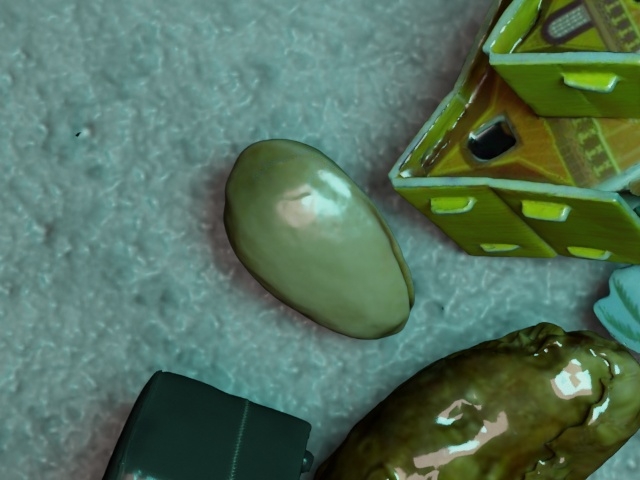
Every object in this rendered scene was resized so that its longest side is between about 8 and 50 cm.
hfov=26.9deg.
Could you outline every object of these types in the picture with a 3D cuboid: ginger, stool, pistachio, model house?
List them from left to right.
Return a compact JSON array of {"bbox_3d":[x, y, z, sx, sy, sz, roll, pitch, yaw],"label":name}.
[{"bbox_3d":[-0.099,0.219,0.980,0.141,0.232,0.232,19,90,-3],"label":"stool"},{"bbox_3d":[0.000,0.000,1.028,0.126,0.108,0.185,-28,108,36],"label":"pistachio"},{"bbox_3d":[0.093,0.171,1.000,0.165,0.172,0.321,28,107,-41],"label":"ginger"},{"bbox_3d":[0.215,-0.052,0.917,0.323,0.300,0.340,-29,61,19],"label":"model house"}]
